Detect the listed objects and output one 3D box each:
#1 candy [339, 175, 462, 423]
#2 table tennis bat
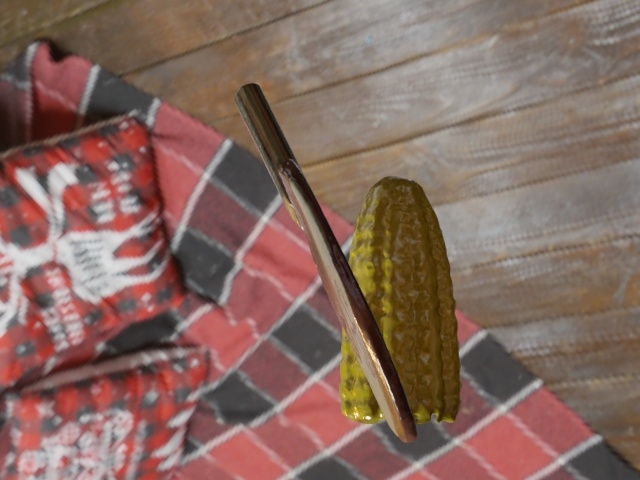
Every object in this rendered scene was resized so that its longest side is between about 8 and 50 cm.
[{"bbox_3d":[0.064,0.047,1.004,0.106,0.094,0.199,-12,76,62],"label":"candy"},{"bbox_3d":[0.000,0.000,0.835,0.022,0.301,0.173,-24,142,-3],"label":"table tennis bat"}]
